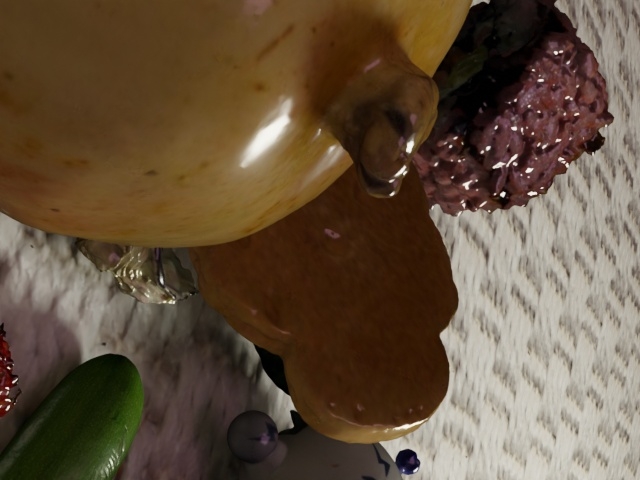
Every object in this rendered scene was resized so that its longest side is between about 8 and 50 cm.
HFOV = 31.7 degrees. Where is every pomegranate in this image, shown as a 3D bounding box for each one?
[{"bbox_3d":[-0.079,-0.171,0.693,0.411,0.411,0.412,-17,110,-57],"label":"pomegranate"}]

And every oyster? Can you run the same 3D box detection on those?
[{"bbox_3d":[-0.155,-0.028,0.915,0.163,0.081,0.191,-83,167,-65],"label":"oyster"}]

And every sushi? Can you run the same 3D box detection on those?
[{"bbox_3d":[0.185,-0.165,1.313,0.270,0.236,0.171,-40,130,-7],"label":"sushi"}]

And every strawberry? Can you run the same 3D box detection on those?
[{"bbox_3d":[-0.250,0.094,0.780,0.083,0.073,0.073,-10,106,-24],"label":"strawberry"}]

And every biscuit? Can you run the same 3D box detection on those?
[{"bbox_3d":[-0.002,0.002,1.003,0.269,0.051,0.376,5,58,-36],"label":"biscuit"}]

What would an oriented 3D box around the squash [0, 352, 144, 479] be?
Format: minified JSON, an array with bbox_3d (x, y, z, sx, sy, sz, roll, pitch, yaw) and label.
[{"bbox_3d":[-0.216,0.194,0.832,0.292,0.082,0.082,-54,138,-40],"label":"squash"}]

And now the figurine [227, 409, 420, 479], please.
[{"bbox_3d":[-0.039,0.298,1.062,0.382,0.186,0.261,-35,131,-57],"label":"figurine"}]

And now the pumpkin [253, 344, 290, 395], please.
[{"bbox_3d":[0.015,0.073,1.127,0.211,0.152,0.212,21,65,-55],"label":"pumpkin"}]
